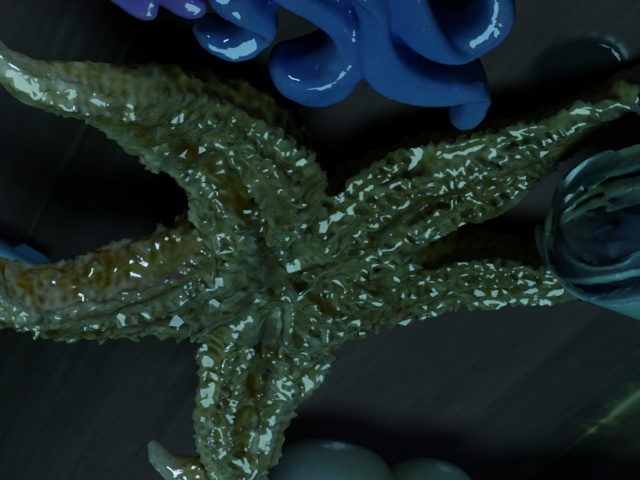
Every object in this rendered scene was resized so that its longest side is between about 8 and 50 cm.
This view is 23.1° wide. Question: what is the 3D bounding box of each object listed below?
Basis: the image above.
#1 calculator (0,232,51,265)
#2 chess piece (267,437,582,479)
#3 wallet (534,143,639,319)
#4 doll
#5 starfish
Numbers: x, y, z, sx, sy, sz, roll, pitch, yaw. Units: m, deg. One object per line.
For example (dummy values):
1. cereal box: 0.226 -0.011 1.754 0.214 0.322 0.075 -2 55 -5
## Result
1. calculator: -0.187 -0.002 0.666 0.094 0.019 0.141 -24 141 36
2. chess piece: 0.070 0.174 0.869 0.243 0.133 0.133 18 143 -16
3. wallet: 0.229 0.013 0.624 0.176 0.075 0.250 -18 152 41
4. doll: -0.003 -0.093 0.482 0.110 0.067 0.206 -36 133 23
5. starfish: -0.001 -0.003 0.636 0.302 0.060 0.299 -14 139 -2
